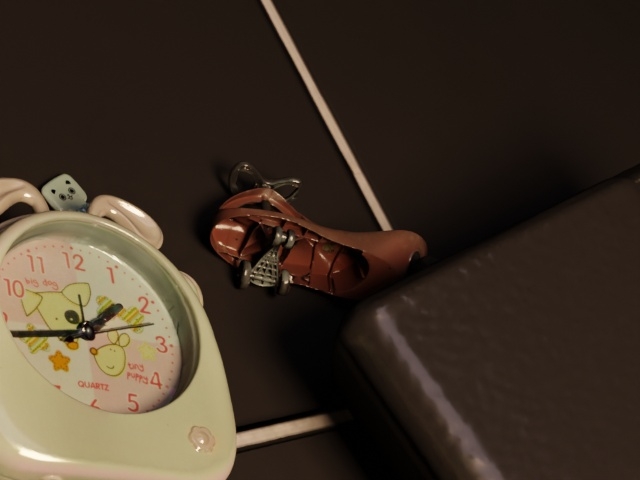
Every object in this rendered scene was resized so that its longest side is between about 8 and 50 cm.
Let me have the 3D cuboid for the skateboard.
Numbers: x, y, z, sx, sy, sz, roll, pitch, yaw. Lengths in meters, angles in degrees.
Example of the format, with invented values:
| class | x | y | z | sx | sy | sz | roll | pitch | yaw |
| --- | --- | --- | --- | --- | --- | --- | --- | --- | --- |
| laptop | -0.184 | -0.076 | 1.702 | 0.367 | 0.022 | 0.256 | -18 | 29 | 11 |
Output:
| class | x | y | z | sx | sy | sz | roll | pitch | yaw |
| --- | --- | --- | --- | --- | --- | --- | --- | --- | --- |
| skateboard | 0.000 | 0.000 | 1.113 | 0.151 | 0.067 | 0.080 | 18 | 38 | -24 |

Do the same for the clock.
| class | x | y | z | sx | sy | sz | roll | pitch | yaw |
| --- | --- | --- | --- | --- | --- | --- | --- | --- | --- |
| clock | -0.128 | 0.053 | 0.951 | 0.151 | 0.062 | 0.191 | 12 | 50 | -33 |

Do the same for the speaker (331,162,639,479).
| class | x | y | z | sx | sy | sz | roll | pitch | yaw |
| --- | --- | --- | --- | --- | --- | --- | --- | --- | --- |
| speaker | 0.168 | 0.083 | 1.141 | 0.388 | 0.184 | 0.180 | -24 | 73 | -37 |

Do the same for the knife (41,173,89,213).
| class | x | y | z | sx | sy | sz | roll | pitch | yaw |
| --- | --- | --- | --- | --- | --- | --- | --- | --- | --- |
| knife | -0.123 | -0.001 | 1.040 | 0.096 | 0.010 | 0.027 | 48 | 40 | 2 |
